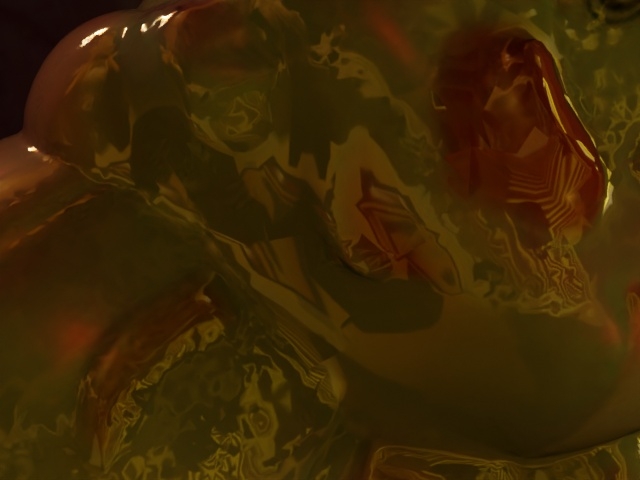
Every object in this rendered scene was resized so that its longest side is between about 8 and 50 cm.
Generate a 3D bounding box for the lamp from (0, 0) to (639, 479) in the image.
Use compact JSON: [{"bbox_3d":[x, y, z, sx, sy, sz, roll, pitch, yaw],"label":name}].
[{"bbox_3d":[0.000,0.000,0.574,0.301,0.247,0.247,-38,-179,1],"label":"lamp"}]
